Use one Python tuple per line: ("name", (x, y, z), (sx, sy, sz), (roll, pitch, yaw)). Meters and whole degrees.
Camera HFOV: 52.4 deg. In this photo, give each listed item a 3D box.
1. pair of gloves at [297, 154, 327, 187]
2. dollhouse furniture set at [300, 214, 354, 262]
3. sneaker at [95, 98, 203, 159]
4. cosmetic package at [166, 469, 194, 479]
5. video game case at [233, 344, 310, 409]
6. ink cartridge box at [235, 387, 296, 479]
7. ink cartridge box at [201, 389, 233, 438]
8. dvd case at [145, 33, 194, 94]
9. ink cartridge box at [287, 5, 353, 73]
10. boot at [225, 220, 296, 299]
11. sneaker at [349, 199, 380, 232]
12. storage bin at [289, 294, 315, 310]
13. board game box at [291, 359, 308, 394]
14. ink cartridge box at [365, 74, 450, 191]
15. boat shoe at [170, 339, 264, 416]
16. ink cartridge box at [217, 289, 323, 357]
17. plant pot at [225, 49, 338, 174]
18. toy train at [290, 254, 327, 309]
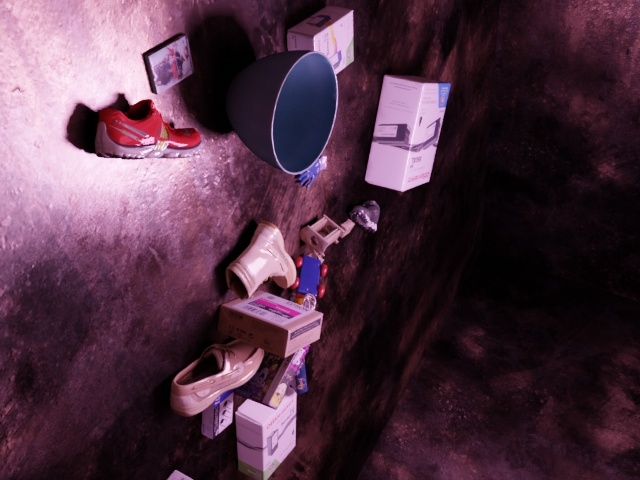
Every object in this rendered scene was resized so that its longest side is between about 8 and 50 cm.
("pair of gloves", (-0.026, -0.262, 1.992), (0.159, 0.023, 0.198), (-36, 136, -48))
("dollhouse furniture set", (0.000, 0.000, 2.179), (0.182, 0.101, 0.161), (-35, 161, -51))
("sneaker", (-0.335, -0.226, 1.317), (0.279, 0.107, 0.119), (-19, 114, -62))
("cosmetic package", (-0.384, 0.784, 1.831), (0.151, 0.151, 0.184), (-48, 144, -40))
("video game case", (-0.158, 0.378, 1.930), (0.042, 0.232, 0.210), (43, 66, -32))
("ink cartridge box", (-0.180, 0.635, 2.177), (0.198, 0.114, 0.273), (-39, 140, -48))
("ink cartridge box", (-0.301, 0.469, 1.907), (0.097, 0.046, 0.207), (-32, 134, -55))
("dvd case", (-0.314, -0.369, 1.359), (0.119, 0.013, 0.087), (-48, 146, -41))
("ink cartridge box", (0.003, -0.533, 1.787), (0.212, 0.093, 0.154), (-45, 144, -40))
("boot", (-0.170, 0.098, 1.862), (0.203, 0.095, 0.262), (-55, 149, -30))
("sneaker", (0.171, -0.109, 2.427), (0.106, 0.078, 0.234), (-71, 158, -8))
("storage bin", (-0.066, 0.242, 2.186), (0.135, 0.098, 0.091), (51, 33, -60))
("board game box", (-0.101, 0.360, 2.100), (0.042, 0.165, 0.243), (-20, 133, -18))
("ink cartridge box", (0.327, -0.405, 2.426), (0.285, 0.166, 0.395), (-22, 127, -57))
("boat shoe", (-0.273, 0.347, 1.793), (0.341, 0.121, 0.110), (-37, 139, -48))
("ink cartridge box", (-0.141, 0.232, 1.846), (0.193, 0.234, 0.088), (-19, 122, -59))
("plant pot", (-0.113, -0.325, 1.575), (0.290, 0.195, 0.290), (-41, 141, -46))
("toy train", (-0.057, 0.180, 2.042), (0.143, 0.105, 0.248), (118, -14, -44))
